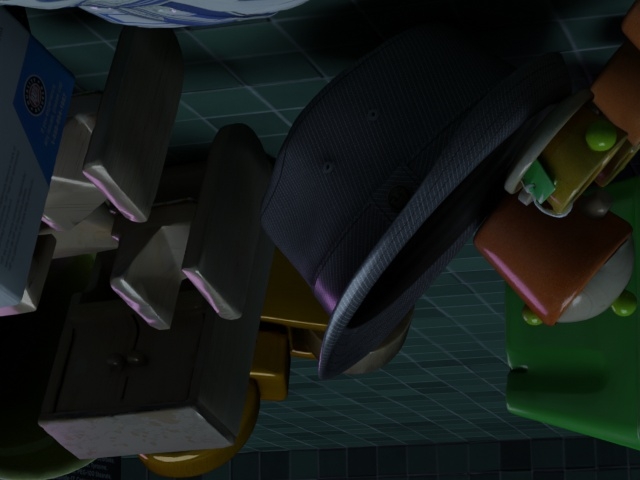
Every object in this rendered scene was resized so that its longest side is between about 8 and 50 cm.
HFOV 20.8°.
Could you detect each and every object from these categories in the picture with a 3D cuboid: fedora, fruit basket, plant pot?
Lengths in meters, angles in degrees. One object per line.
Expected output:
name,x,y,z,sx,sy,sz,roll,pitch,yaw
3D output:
fedora,0.048,-0.046,1.212,0.275,0.124,0.244,-53,168,25
fruit basket,0.376,0.042,1.470,0.392,0.283,0.392,0,178,0
plant pot,-0.332,0.079,1.670,0.276,0.276,0.254,10,174,-37

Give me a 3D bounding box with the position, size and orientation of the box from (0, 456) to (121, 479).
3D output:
box,-0.524,0.348,2.233,0.480,0.471,0.297,-9,165,30

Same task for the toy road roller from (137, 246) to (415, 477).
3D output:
toy road roller,-0.075,0.124,1.785,0.330,0.240,0.202,5,167,1

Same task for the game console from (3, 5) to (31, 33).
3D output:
game console,-0.268,-0.129,1.122,0.144,0.124,0.085,-7,-169,26

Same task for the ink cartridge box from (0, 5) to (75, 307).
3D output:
ink cartridge box,-0.288,-0.078,1.009,0.168,0.171,0.232,-9,144,28

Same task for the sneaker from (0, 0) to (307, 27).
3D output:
sneaker,-0.131,-0.157,0.945,0.296,0.112,0.131,5,166,-19

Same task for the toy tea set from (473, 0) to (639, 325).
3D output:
toy tea set,0.218,-0.051,1.197,0.124,0.200,0.336,40,166,9

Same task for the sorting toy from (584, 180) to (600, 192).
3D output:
sorting toy,0.233,-0.069,1.471,0.075,0.045,0.083,-23,174,26

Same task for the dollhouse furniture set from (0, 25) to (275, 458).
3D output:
dollhouse furniture set,-0.201,-0.034,1.376,0.362,0.256,0.394,-8,143,26
